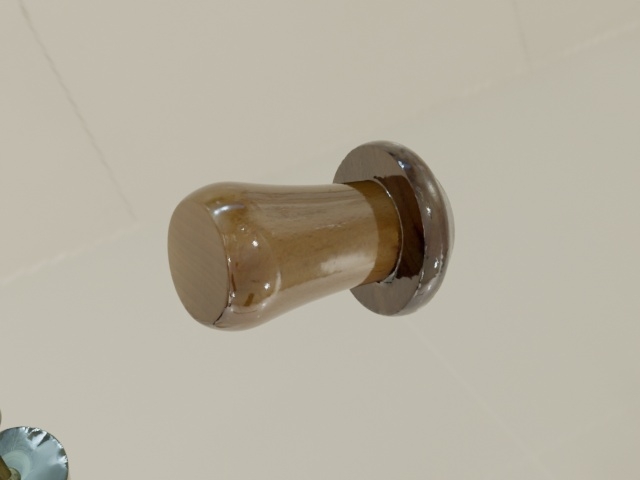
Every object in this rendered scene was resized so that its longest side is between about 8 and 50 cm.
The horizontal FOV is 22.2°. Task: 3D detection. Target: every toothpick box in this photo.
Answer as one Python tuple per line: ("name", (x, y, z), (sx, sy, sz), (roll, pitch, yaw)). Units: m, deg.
("toothpick box", (0.000, 0.000, 1.702), (0.294, 0.192, 0.192), (-10, 130, -32))

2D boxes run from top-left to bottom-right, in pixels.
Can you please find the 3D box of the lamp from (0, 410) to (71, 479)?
("lamp", (-0.318, 0.232, 1.653), (0.121, 0.121, 0.214), (-33, 142, -11))
